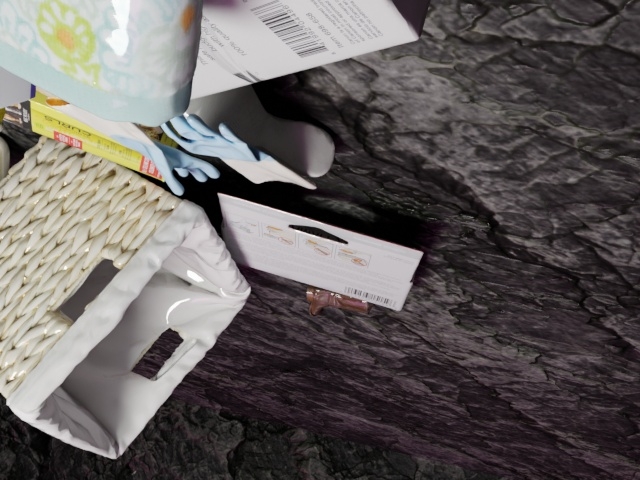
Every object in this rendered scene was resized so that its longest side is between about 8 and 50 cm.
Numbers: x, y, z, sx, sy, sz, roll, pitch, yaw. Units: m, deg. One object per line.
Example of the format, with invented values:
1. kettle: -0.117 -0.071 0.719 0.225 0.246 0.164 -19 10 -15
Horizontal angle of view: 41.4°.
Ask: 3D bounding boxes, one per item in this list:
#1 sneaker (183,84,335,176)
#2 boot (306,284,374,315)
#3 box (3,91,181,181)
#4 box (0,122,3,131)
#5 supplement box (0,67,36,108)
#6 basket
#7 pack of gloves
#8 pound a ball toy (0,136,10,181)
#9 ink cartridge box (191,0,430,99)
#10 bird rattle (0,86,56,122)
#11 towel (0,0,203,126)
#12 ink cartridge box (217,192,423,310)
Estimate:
1. sneaker: -0.090 -0.125 0.925 0.212 0.080 0.094 30 166 -31
2. boot: 0.038 0.110 1.425 0.114 0.037 0.106 7 158 11
3. box: -0.283 -0.149 1.014 0.232 0.058 0.087 21 156 -11
4. box: -0.496 -0.186 0.936 0.121 0.148 0.311 34 161 16
5. supplement box: -0.350 -0.207 0.711 0.220 0.114 0.111 39 135 21
6. basket: -0.316 0.079 1.170 0.266 0.328 0.331 33 165 20
7. pack of gloves: -0.140 -0.081 0.882 0.195 0.046 0.232 10 171 26
8. pound a ball toy: -0.559 -0.088 1.306 0.208 0.135 0.319 2 171 -40
9. ink cartridge box: -0.076 -0.220 0.629 0.273 0.114 0.197 -5 148 41
10. bird rattle: -0.251 -0.198 0.861 0.254 0.143 0.207 -13 157 28
11. towel: -0.228 -0.263 0.487 0.375 0.090 0.320 27 143 11
12. ink cartridge box: 0.000 0.000 1.161 0.275 0.060 0.239 16 157 4
